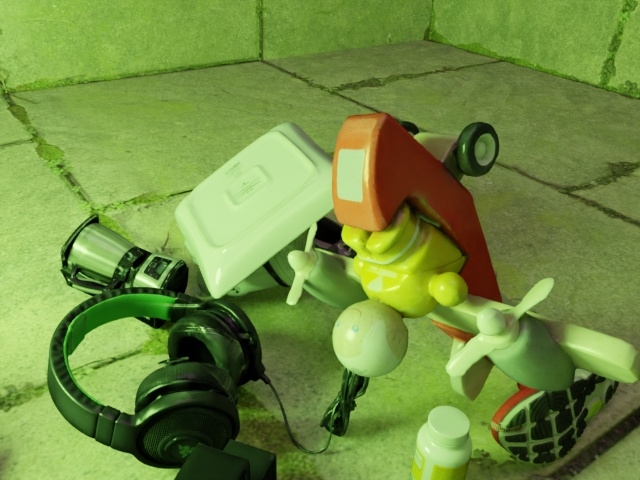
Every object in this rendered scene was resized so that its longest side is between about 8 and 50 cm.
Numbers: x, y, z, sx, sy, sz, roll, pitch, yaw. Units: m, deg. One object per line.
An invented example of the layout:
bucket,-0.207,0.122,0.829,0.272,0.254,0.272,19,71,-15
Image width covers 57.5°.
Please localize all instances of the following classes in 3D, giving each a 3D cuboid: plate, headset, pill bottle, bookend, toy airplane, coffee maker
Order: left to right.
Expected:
coffee maker,-0.315,0.058,0.963,0.178,0.171,0.120,26,74,3
headset,-0.144,0.162,0.751,0.394,0.185,0.243,21,32,-2
bookend,-0.093,0.266,0.611,0.072,0.156,0.157,12,31,16
plate,-0.109,-0.074,0.938,0.277,0.045,0.278,-39,39,-1
toy airplane,0.127,0.073,0.715,0.384,0.386,0.272,43,65,11
pill bottle,0.143,0.253,0.687,0.065,0.116,0.065,2,31,-1

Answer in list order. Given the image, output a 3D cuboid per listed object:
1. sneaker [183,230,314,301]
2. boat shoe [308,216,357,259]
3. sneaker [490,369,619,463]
sneaker,-0.124,-0.040,1.049,0.210,0.137,0.366,-20,39,16
boat shoe,0.000,0.000,1.121,0.335,0.095,0.112,23,36,31
sneaker,0.315,0.212,0.817,0.279,0.107,0.118,-19,19,-37
